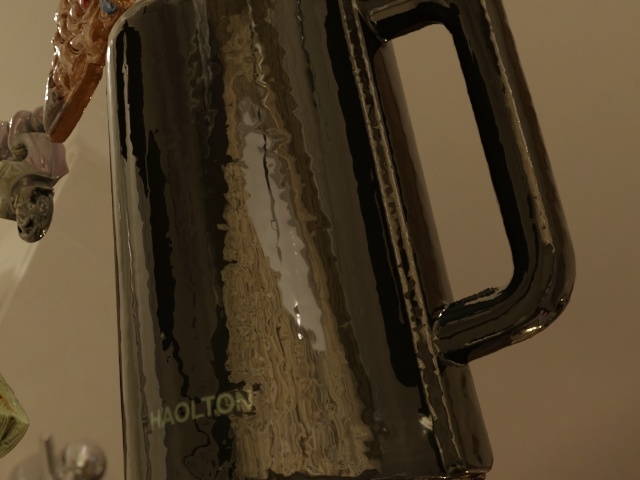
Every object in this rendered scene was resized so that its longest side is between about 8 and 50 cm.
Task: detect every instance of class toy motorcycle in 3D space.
[{"bbox_3d":[-0.359,-0.097,1.472,0.073,0.225,0.152,14,-78,-40],"label":"toy motorcycle"}]

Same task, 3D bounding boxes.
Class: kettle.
[{"bbox_3d":[-0.014,0.000,0.716,0.203,0.308,0.262,2,-19,-29],"label":"kettle"}]

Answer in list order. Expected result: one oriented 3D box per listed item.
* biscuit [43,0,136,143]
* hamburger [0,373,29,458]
[{"bbox_3d":[-0.232,-0.231,1.243,0.043,0.183,0.280,17,-73,-30],"label":"biscuit"},{"bbox_3d":[-0.369,0.189,1.327,0.121,0.054,0.084,43,-73,25],"label":"hamburger"}]
